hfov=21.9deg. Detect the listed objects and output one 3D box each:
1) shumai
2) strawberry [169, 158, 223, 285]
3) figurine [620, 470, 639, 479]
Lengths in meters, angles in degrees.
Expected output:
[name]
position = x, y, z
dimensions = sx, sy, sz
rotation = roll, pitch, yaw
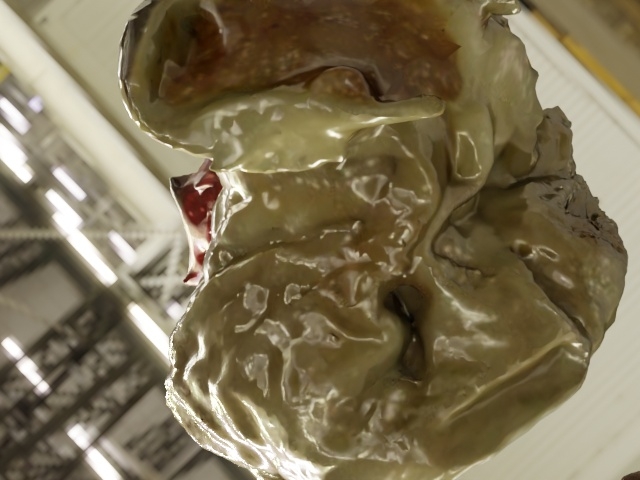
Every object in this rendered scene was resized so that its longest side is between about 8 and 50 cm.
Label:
[shumai]
position = -0.004, -0.042, 0.885
dimensions = 0.262, 0.267, 0.314
rotation = 60, -175, -22
[strawberry]
position = 0.000, 0.000, 1.232
dimensions = 0.201, 0.184, 0.187
rotation = 46, 153, 22
[figurine]
position = 0.318, 0.098, 1.191
dimensions = 0.338, 0.283, 0.204
rotation = 51, -177, -16
